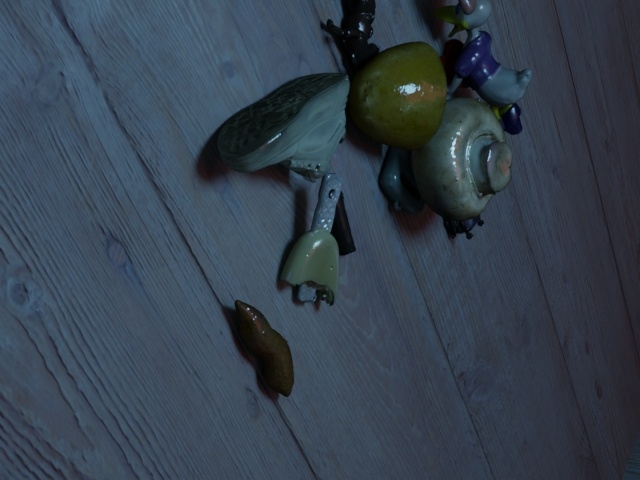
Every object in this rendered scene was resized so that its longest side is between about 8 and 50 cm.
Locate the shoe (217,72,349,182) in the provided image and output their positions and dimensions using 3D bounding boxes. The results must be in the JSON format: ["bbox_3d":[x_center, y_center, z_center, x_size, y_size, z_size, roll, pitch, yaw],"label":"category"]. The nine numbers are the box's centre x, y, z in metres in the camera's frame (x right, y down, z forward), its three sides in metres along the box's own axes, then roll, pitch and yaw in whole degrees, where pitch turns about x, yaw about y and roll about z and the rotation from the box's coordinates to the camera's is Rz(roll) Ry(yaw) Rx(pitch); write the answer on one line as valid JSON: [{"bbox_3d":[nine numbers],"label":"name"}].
[{"bbox_3d":[-0.044,-0.154,1.434,0.316,0.124,0.159,-45,133,-42],"label":"shoe"}]

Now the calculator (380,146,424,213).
[{"bbox_3d":[0.189,-0.169,1.799,0.141,0.045,0.246,43,59,-45],"label":"calculator"}]

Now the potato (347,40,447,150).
[{"bbox_3d":[0.122,-0.266,1.618,0.158,0.178,0.203,-3,133,-39],"label":"potato"}]

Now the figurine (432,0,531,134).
[{"bbox_3d":[0.342,-0.383,1.872,0.154,0.193,0.421,-49,124,-36],"label":"figurine"}]

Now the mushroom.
[{"bbox_3d":[0.283,-0.165,1.739,0.255,0.184,0.255,-7,101,-38],"label":"mushroom"}]

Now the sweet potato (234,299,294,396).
[{"bbox_3d":[-0.087,0.171,1.438,0.065,0.051,0.218,-50,129,-36],"label":"sweet potato"}]

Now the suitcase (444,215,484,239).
[{"bbox_3d":[0.310,-0.075,1.950,0.086,0.059,0.126,-44,125,-45],"label":"suitcase"}]

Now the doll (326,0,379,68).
[{"bbox_3d":[0.071,-0.391,1.625,0.165,0.057,0.139,36,61,-57],"label":"doll"}]

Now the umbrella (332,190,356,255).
[{"bbox_3d":[0.034,-0.034,1.608,0.036,0.031,0.133,-38,120,-48],"label":"umbrella"}]

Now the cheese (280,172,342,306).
[{"bbox_3d":[-0.001,0.000,1.515,0.127,0.049,0.235,4,104,-45],"label":"cheese"}]
